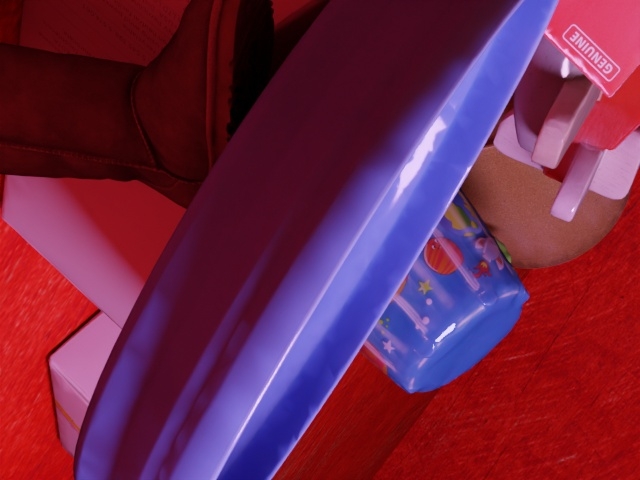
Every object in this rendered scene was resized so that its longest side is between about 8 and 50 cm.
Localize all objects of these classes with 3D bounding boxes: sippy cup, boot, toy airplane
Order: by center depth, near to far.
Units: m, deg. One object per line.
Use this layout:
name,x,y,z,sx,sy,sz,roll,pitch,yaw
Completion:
boot,-0.133,-0.083,0.803,0.190,0.208,0.076,101,9,-52
toy airplane,0.282,-0.214,1.539,0.384,0.272,0.386,-51,-177,-6
sippy cup,0.090,0.031,1.673,0.305,0.224,0.240,-31,158,-23

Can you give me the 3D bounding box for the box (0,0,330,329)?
box,-0.059,-0.115,1.003,0.215,0.168,0.345,-40,163,-34

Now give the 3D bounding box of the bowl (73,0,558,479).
bowl,0.000,0.000,0.852,0.391,0.077,0.391,-56,172,-12

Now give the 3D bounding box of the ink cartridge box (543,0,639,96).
ink cartridge box,0.230,-0.288,1.221,0.261,0.296,0.066,-50,-155,4

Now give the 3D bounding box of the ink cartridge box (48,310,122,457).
ink cartridge box,-0.136,0.153,1.498,0.171,0.168,0.233,-44,166,-22

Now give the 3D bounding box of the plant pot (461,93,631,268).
plant pot,0.219,-0.114,1.825,0.237,0.237,0.254,-49,153,2
